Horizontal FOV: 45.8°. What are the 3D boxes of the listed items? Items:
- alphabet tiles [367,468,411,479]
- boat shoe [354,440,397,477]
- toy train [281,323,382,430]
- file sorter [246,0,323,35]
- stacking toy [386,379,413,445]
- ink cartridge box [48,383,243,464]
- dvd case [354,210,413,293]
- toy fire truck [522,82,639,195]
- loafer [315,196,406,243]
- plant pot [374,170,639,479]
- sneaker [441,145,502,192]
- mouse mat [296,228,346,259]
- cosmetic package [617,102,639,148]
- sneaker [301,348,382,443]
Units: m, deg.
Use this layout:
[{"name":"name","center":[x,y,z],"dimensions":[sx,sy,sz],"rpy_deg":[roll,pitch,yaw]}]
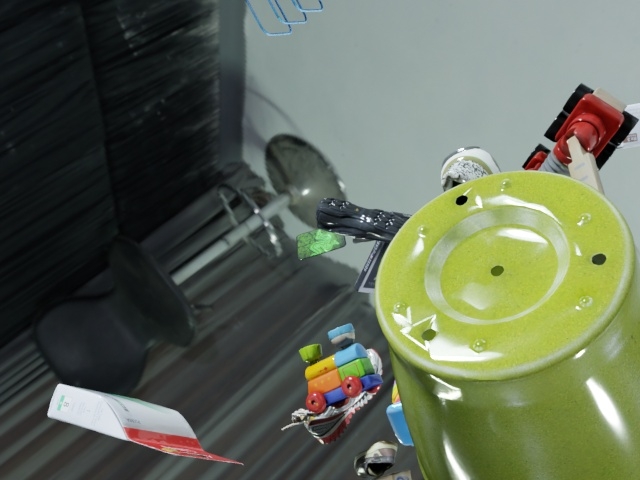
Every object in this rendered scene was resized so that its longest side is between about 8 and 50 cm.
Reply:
[{"name":"alphabet tiles","center":[0.108,0.602,1.548],"dimensions":[0.009,0.198,0.237],"rpy_deg":[-159,59,-73]},{"name":"boat shoe","center":[0.105,0.445,1.509],"dimensions":[0.056,0.049,0.152],"rpy_deg":[17,140,-10]},{"name":"toy train","center":[-0.008,0.276,1.533],"dimensions":[0.248,0.105,0.144],"rpy_deg":[-29,72,25]},{"name":"file sorter","center":[-0.039,-0.451,1.343],"dimensions":[0.170,0.118,0.105],"rpy_deg":[-27,92,31]},{"name":"stacking toy","center":[0.272,0.449,2.259],"dimensions":[0.302,0.175,0.166],"rpy_deg":[-105,-9,-63]},{"name":"ink cartridge box","center":[-0.238,0.259,1.071],"dimensions":[0.224,0.056,0.181],"rpy_deg":[5,164,27]},{"name":"dvd case","center":[0.210,0.041,1.984],"dimensions":[0.030,0.179,0.239],"rpy_deg":[55,129,49]},{"name":"toy fire truck","center":[0.420,-0.113,1.273],"dimensions":[0.158,0.246,0.217],"rpy_deg":[38,135,12]},{"name":"loafer","center":[0.094,-0.030,1.647],"dimensions":[0.223,0.076,0.078],"rpy_deg":[17,123,17]},{"name":"plant pot","center":[0.228,0.125,0.793],"dimensions":[0.366,0.366,0.353],"rpy_deg":[18,152,41]},{"name":"sneaker","center":[0.349,0.007,1.607],"dimensions":[0.158,0.182,0.411],"rpy_deg":[-28,90,33]},{"name":"mouse mat","center":[0.000,0.000,2.286],"dimensions":[0.190,0.152,0.007],"rpy_deg":[-98,-10,-65]},{"name":"cosmetic package","center":[0.610,-0.225,1.513],"dimensions":[0.231,0.117,0.086],"rpy_deg":[-90,-9,-88]},{"name":"sneaker","center":[0.049,0.324,1.624],"dimensions":[0.092,0.225,0.088],"rpy_deg":[44,166,-23]}]
